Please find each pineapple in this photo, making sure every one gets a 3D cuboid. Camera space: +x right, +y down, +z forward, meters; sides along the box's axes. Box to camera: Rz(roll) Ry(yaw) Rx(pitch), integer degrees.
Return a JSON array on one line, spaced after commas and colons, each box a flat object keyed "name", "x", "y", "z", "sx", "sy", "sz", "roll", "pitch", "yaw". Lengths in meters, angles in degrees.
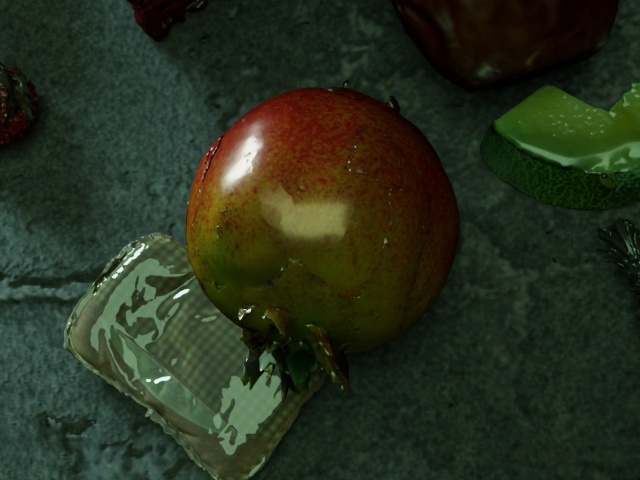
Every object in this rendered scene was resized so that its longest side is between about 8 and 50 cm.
[{"name": "pineapple", "x": 0.257, "y": 0.032, "z": 0.958, "sx": 0.058, "sy": 0.058, "sz": 0.124, "roll": -24, "pitch": 70, "yaw": 4}]

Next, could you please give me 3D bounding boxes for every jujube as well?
[{"name": "jujube", "x": 0.119, "y": -0.279, "z": 0.963, "sx": 0.223, "sy": 0.223, "sz": 0.318, "roll": -17, "pitch": 91, "yaw": 6}]

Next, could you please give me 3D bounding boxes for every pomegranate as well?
[{"name": "pomegranate", "x": 0.000, "y": 0.000, "z": 0.931, "sx": 0.210, "sy": 0.210, "sz": 0.235, "roll": 5, "pitch": 71, "yaw": 11}]

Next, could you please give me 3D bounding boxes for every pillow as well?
[{"name": "pillow", "x": -0.107, "y": 0.092, "z": 1.016, "sx": 0.211, "sy": 0.034, "sz": 0.135, "roll": 36, "pitch": 87, "yaw": 17}]

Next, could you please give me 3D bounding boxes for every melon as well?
[{"name": "melon", "x": 0.241, "y": -0.095, "z": 0.985, "sx": 0.209, "sy": 0.064, "sz": 0.118, "roll": -33, "pitch": 69, "yaw": -1}]

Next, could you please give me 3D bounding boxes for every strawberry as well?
[{"name": "strawberry", "x": -0.297, "y": -0.117, "z": 1.073, "sx": 0.096, "sy": 0.083, "sz": 0.083, "roll": -8, "pitch": 76, "yaw": 17}]

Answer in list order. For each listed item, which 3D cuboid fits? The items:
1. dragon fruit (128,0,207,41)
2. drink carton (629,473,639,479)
[{"name": "dragon fruit", "x": -0.132, "y": -0.282, "z": 0.990, "sx": 0.302, "sy": 0.330, "sz": 0.240, "roll": -5, "pitch": 99, "yaw": 7}, {"name": "drink carton", "x": 0.290, "y": 0.237, "z": 0.837, "sx": 0.191, "sy": 0.185, "sz": 0.190, "roll": -33, "pitch": 79, "yaw": 8}]
